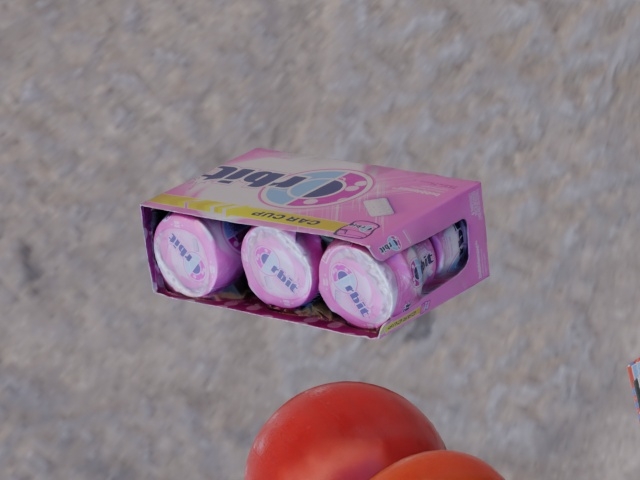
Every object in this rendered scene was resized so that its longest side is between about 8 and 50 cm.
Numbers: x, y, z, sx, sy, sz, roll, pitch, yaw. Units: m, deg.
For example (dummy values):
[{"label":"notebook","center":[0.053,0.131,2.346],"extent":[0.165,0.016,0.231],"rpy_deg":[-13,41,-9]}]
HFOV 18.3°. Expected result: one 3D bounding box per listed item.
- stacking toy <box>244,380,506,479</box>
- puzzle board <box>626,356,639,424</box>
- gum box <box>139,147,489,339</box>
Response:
[{"label":"stacking toy","center":[0.070,0.152,0.749],"extent":[0.330,0.141,0.141],"rpy_deg":[34,131,50]},{"label":"puzzle board","center":[0.272,0.116,1.454],"extent":[0.096,0.128,0.011],"rpy_deg":[-34,128,27]},{"label":"gum box","center":[0.000,0.000,1.174],"extent":[0.188,0.107,0.062],"rpy_deg":[10,117,39]}]
